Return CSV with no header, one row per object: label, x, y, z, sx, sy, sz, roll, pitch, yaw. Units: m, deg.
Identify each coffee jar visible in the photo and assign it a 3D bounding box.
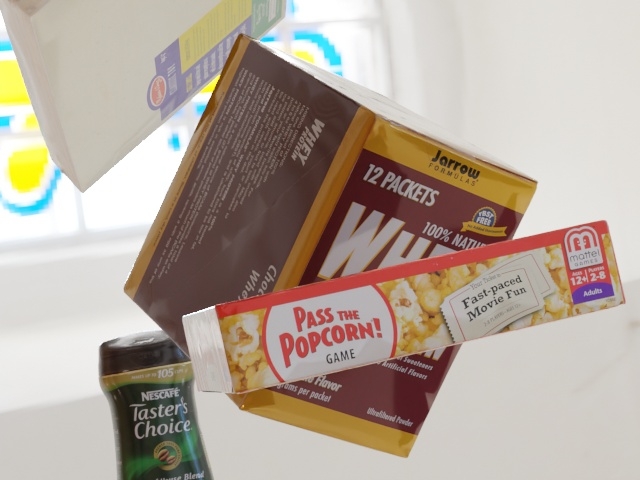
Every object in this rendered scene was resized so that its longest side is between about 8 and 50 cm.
coffee jar,-0.157,0.178,1.693,0.079,0.096,0.184,152,-72,-80

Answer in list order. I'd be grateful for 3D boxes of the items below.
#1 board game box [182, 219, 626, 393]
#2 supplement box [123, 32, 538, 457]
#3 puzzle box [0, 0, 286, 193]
board game box,0.036,0.036,0.890,0.147,0.193,0.045,159,-81,-78
supplement box,0.000,0.000,1.116,0.194,0.129,0.191,36,-77,56
puzzle box,-0.139,-0.204,1.508,0.052,0.272,0.409,45,-14,11
